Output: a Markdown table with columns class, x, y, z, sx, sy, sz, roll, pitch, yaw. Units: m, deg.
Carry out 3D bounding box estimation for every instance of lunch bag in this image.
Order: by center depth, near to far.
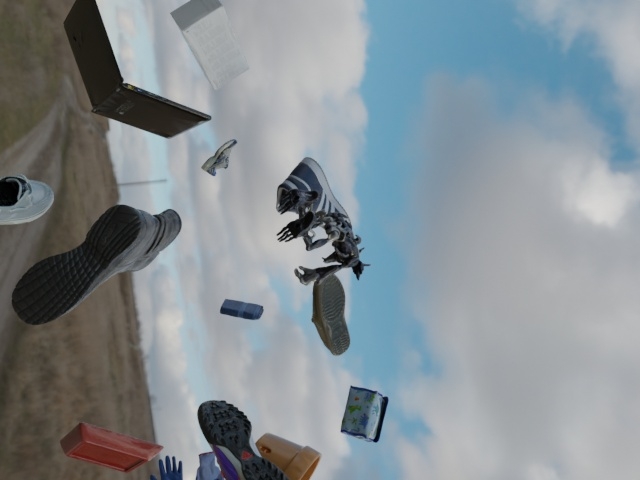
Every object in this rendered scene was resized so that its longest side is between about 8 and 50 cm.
| class | x | y | z | sx | sy | sz | roll | pitch | yaw |
| --- | --- | --- | --- | --- | --- | --- | --- | --- | --- |
| lunch bag | 0.123 | 0.467 | 1.733 | 0.151 | 0.096 | 0.129 | 53 | 50 | -62 |

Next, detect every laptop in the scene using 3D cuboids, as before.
| class | x | y | z | sx | sy | sz | roll | pitch | yaw |
| --- | --- | --- | --- | --- | --- | --- | --- | --- | --- |
| laptop | -0.543 | -0.494 | 1.893 | 0.382 | 0.408 | 0.236 | 0 | -105 | 60 |

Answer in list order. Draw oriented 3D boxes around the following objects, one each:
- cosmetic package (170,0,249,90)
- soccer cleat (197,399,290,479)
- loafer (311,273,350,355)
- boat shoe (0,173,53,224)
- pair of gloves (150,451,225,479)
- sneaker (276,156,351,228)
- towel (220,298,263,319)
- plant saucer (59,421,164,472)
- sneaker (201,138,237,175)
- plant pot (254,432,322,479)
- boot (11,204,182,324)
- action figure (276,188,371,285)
| class | x | y | z | sx | sy | sz | roll | pitch | yaw |
| --- | --- | --- | --- | --- | --- | --- | --- | --- | --- |
| cosmetic package | -0.232 | -0.424 | 1.393 | 0.060 | 0.099 | 0.239 | 53 | -5 | 17 |
| soccer cleat | -0.168 | 0.453 | 1.317 | 0.318 | 0.108 | 0.116 | 40 | -58 | 41 |
| loafer | 0.017 | 0.212 | 1.893 | 0.092 | 0.102 | 0.268 | 17 | -58 | 47 |
| boat shoe | -0.558 | -0.076 | 1.168 | 0.081 | 0.227 | 0.079 | -35 | -92 | 26 |
| pair of gloves | -0.356 | 0.652 | 1.753 | 0.023 | 0.198 | 0.159 | 104 | -22 | -49 |
| sneaker | -0.022 | -0.078 | 1.839 | 0.099 | 0.153 | 0.282 | 3 | -50 | 48 |
| towel | -0.230 | 0.205 | 1.901 | 0.067 | 0.119 | 0.029 | -65 | 163 | -63 |
| plant saucer | -0.640 | 0.636 | 1.963 | 0.259 | 0.258 | 0.048 | -39 | -147 | 47 |
| sneaker | -0.291 | -0.246 | 1.940 | 0.058 | 0.135 | 0.052 | 45 | 12 | -13 |
| plant pot | -0.158 | 0.802 | 2.235 | 0.203 | 0.291 | 0.291 | 31 | -40 | 16 |
| boot | -0.446 | 0.056 | 1.347 | 0.118 | 0.338 | 0.223 | 57 | 8 | 7 |
| action figure | 0.000 | 0.000 | 1.366 | 0.275 | 0.141 | 0.164 | 41 | 33 | -52 |
